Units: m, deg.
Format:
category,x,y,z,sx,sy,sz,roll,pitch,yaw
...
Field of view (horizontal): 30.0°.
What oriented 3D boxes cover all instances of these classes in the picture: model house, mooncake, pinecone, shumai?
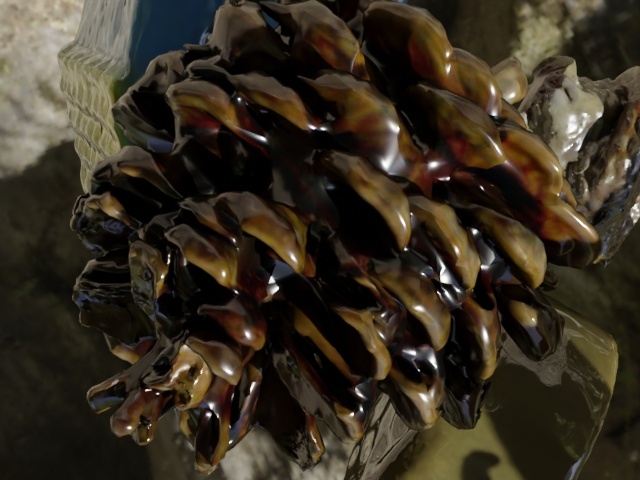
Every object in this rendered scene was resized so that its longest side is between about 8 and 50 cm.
category,x,y,z,sx,sy,sz,roll,pitch,yaw
model house,-0.083,-0.116,0.885,0.215,0.303,0.237,20,-175,-24
mooncake,0.138,0.166,1.100,0.284,0.155,0.284,-56,-178,3
pinecone,-0.003,-0.013,0.586,0.257,0.244,0.243,-13,164,-23
shumai,0.308,-0.117,1.400,0.184,0.185,0.218,-41,153,-36
